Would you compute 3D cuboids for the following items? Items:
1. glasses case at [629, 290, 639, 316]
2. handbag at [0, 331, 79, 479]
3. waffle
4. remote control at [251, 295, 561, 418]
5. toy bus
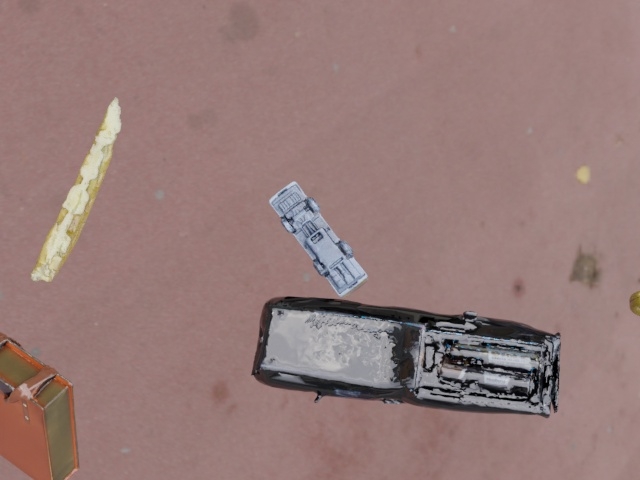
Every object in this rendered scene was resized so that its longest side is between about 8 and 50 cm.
[{"bbox_3d":[0.666,0.111,1.550,0.079,0.234,0.064,80,11,-71],"label":"glasses case"},{"bbox_3d":[-0.342,0.196,1.010,0.063,0.127,0.190,-46,157,-39],"label":"handbag"},{"bbox_3d":[-0.269,-0.057,0.980,0.032,0.125,0.191,24,114,-8],"label":"waffle"},{"bbox_3d":[0.108,0.151,1.141,0.062,0.399,0.144,74,23,-67],"label":"remote control"},{"bbox_3d":[0.000,0.000,1.361,0.064,0.190,0.075,-38,164,2],"label":"toy bus"}]
